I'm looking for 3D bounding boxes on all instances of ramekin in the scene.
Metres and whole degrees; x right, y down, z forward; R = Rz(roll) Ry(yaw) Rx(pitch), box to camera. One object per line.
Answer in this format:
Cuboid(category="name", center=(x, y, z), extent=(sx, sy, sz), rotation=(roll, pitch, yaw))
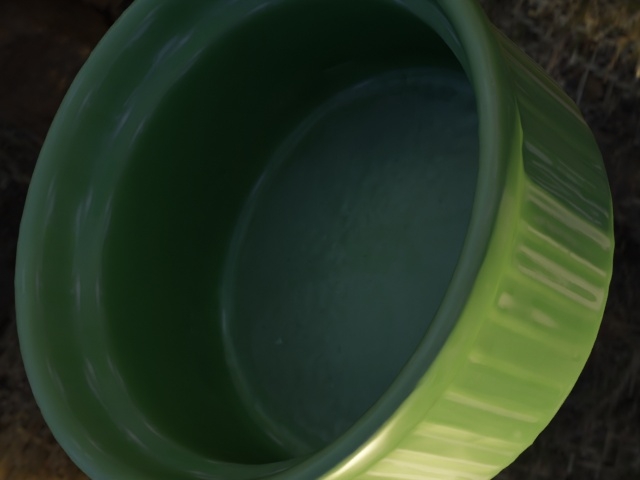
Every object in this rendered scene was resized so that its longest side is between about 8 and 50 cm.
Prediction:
Cuboid(category="ramekin", center=(0.000, 0.000, 0.783), extent=(0.303, 0.303, 0.148), rotation=(-22, 151, 32))
